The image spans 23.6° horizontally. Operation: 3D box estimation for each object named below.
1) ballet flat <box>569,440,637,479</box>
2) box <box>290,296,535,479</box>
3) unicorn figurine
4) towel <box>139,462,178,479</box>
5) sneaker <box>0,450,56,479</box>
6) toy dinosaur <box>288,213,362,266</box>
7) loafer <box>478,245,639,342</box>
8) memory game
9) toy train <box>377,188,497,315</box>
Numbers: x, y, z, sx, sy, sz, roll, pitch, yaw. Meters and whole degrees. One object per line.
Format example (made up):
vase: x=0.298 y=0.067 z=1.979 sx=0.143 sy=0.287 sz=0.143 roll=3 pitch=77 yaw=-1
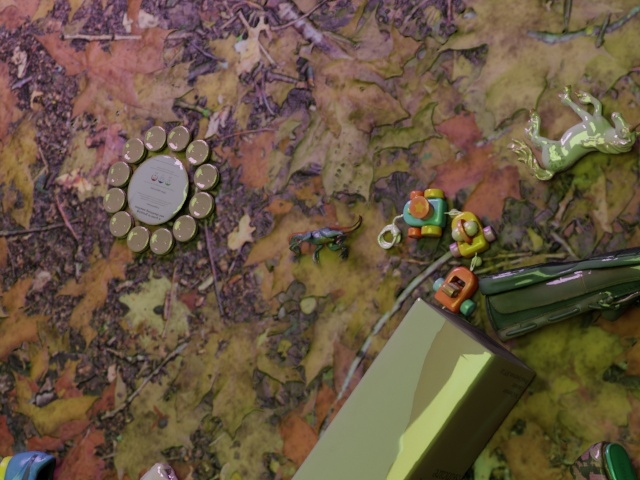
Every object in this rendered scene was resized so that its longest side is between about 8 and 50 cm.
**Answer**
ballet flat: x=0.330 y=0.326 z=1.655 sx=0.079 sy=0.077 sz=0.222 roll=-42 pitch=54 yaw=33
box: x=0.093 y=0.234 z=1.759 sx=0.121 sy=0.148 sz=0.311 roll=37 pitch=97 yaw=30
unicorn figurine: x=0.305 y=-0.127 z=1.798 sx=0.162 sy=0.060 sz=0.111 roll=-43 pitch=60 yaw=30
towel: x=-0.235 y=0.495 z=1.899 sx=0.332 sy=0.053 sz=0.317 roll=-42 pitch=60 yaw=3
sneaker: x=-0.384 y=0.382 z=2.021 sx=0.082 sy=0.069 sz=0.209 roll=-5 pitch=74 yaw=23
toy dinosaur: x=0.000 y=0.000 z=1.946 sx=0.082 sy=0.047 sz=0.090 roll=22 pitch=54 yaw=40
loafer: x=0.309 y=0.059 z=1.733 sx=0.267 sy=0.096 sz=0.084 roll=-10 pitch=92 yaw=33
memory game: x=-0.217 y=-0.069 z=2.085 sx=0.186 sy=0.012 sz=0.186 roll=-7 pitch=74 yaw=26
toy train: x=0.139 y=0.008 z=1.851 sx=0.166 sy=0.046 sz=0.125 roll=43 pitch=98 yaw=30
